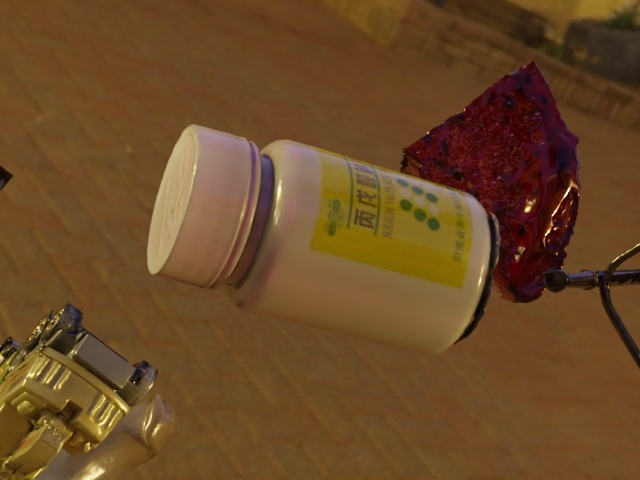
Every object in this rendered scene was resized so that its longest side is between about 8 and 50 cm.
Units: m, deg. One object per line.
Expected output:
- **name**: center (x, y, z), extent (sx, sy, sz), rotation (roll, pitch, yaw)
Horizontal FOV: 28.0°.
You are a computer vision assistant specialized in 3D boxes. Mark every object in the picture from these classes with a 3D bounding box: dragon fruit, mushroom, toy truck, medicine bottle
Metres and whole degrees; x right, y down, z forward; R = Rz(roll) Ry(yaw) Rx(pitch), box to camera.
- **dragon fruit**: center (0.230, -0.049, 1.879), extent (0.240, 0.302, 0.330), rotation (-6, 67, -32)
- **mushroom**: center (-0.372, 0.353, 1.863), extent (0.397, 0.177, 0.126), rotation (-40, 105, -42)
- **toy truck**: center (-0.290, 0.177, 1.327), extent (0.124, 0.157, 0.272), rotation (41, -32, -15)
- **medicine bottle**: center (0.000, 0.000, 1.537), extent (0.379, 0.213, 0.213), rotation (15, 17, -18)

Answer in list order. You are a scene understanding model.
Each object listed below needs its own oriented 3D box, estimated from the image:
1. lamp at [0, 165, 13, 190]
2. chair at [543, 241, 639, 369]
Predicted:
- **lamp**: center (-0.473, -0.034, 1.630), extent (0.090, 0.089, 0.325), rotation (41, 11, -17)
- **chair**: center (0.587, 0.088, 1.674), extent (0.362, 0.365, 0.410), rotation (60, 25, 10)
